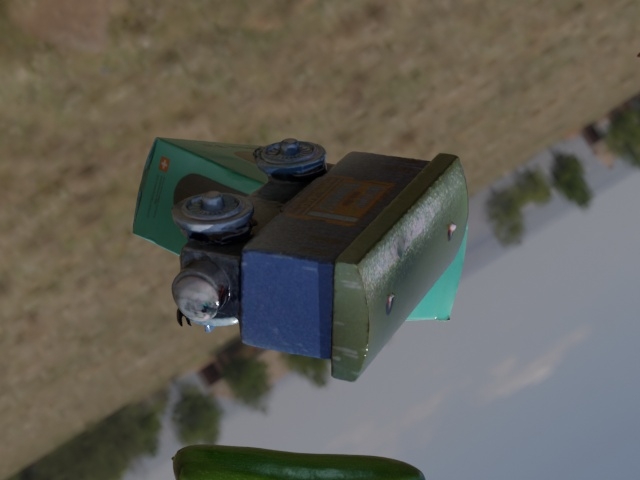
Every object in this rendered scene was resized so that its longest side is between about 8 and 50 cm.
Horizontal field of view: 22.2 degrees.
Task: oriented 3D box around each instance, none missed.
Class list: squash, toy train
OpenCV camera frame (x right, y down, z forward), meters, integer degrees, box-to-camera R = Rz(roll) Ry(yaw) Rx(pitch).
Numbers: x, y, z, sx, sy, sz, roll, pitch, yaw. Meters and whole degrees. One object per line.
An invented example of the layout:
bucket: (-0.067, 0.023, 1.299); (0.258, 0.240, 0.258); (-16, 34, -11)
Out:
squash: (-0.025, 0.280, 1.852); (0.292, 0.082, 0.082); (5, 173, -4)
toy train: (0.000, 0.000, 1.428); (0.202, 0.131, 0.300); (9, -154, 21)

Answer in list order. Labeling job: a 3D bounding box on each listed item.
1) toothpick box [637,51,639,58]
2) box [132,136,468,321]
toothpick box: (0.380, -0.176, 1.773); (0.047, 0.083, 0.047); (-23, -174, 3)
box: (-0.023, -0.014, 1.741); (0.311, 0.118, 0.205); (24, -163, 40)
